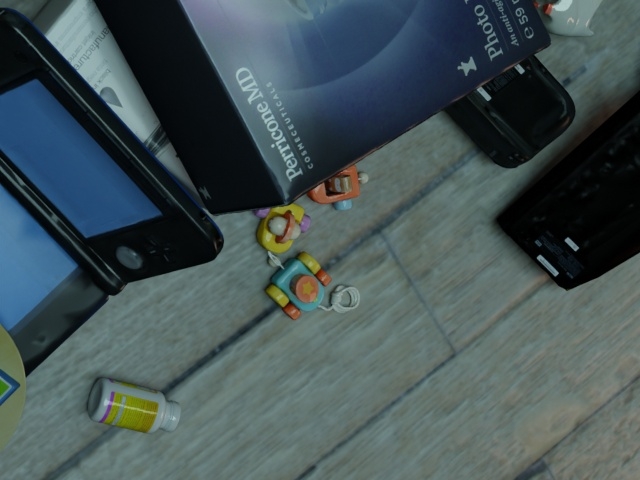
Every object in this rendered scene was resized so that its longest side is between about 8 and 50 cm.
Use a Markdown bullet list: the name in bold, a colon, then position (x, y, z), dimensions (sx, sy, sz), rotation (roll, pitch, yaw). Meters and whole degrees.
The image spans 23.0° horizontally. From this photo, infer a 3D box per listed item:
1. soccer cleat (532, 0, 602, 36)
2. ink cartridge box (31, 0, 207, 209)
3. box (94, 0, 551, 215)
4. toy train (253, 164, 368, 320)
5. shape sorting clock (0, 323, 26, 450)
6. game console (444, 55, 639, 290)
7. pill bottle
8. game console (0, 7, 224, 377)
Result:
- **soccer cleat**: position (0.276, -0.304, 1.613), dimensions (0.076, 0.068, 0.196), rotation (13, 102, -29)
- **ink cartridge box**: position (-0.134, -0.162, 1.442), dimensions (0.237, 0.100, 0.172), rotation (40, 83, -24)
- **box**: position (-0.014, -0.217, 1.324), dimensions (0.294, 0.183, 0.296), rotation (-32, 101, -21)
- **toy train**: position (0.000, 0.000, 1.559), dimensions (0.125, 0.046, 0.166), rotation (-8, 103, -21)
- **shape sorting clock**: position (-0.371, 0.135, 1.420), dimensions (0.206, 0.040, 0.206), rotation (-3, 110, -10)
- **game console**: position (0.231, -0.120, 1.607), dimensions (0.213, 0.044, 0.361), rotation (-42, 110, 11)
- **pill bottle**: position (-0.179, 0.161, 1.514), dimensions (0.083, 0.043, 0.043), rotation (17, 93, -24)
- **game console**: position (-0.279, -0.021, 1.376), dimensions (0.293, 0.250, 0.173), rotation (48, 53, -23)
